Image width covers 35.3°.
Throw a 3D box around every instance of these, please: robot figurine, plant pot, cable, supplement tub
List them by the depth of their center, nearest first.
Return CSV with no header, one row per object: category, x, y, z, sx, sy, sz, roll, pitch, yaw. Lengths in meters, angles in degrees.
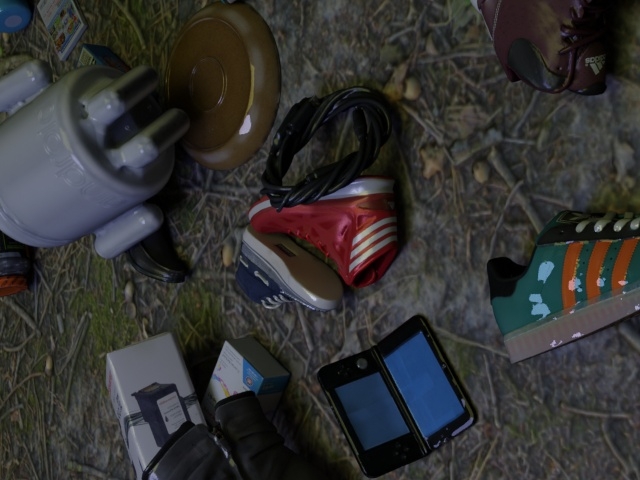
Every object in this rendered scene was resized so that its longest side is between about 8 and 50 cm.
cable,0.004,-0.103,1.183,0.150,0.047,0.184,10,59,36
plant pot,-0.147,-0.214,1.387,0.236,0.032,0.236,3,95,43
robot figurine,-0.347,-0.113,1.413,0.353,0.200,0.300,-27,103,35
supplement tub,-0.571,-0.001,1.747,0.117,0.117,0.190,-23,75,42

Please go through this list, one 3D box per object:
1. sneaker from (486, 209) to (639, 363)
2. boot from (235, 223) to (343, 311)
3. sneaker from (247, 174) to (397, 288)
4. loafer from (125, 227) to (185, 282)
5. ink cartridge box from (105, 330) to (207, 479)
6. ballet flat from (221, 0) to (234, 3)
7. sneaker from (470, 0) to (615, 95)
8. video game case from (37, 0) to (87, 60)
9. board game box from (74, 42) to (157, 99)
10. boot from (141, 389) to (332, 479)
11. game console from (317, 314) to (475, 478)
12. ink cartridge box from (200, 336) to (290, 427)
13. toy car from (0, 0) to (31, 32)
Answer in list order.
sneaker,0.271,0.013,0.940,0.302,0.108,0.121,-33,74,41
boot,-0.042,0.057,1.282,0.190,0.069,0.086,42,127,44
sneaker,0.000,0.000,1.218,0.221,0.087,0.128,-13,81,45
loafer,-0.252,0.007,1.480,0.170,0.062,0.061,34,110,36
ink cartridge box,-0.215,0.267,1.382,0.172,0.100,0.237,118,133,-64
ballet flat,-0.149,-0.389,1.378,0.052,0.057,0.168,-39,66,7
sneaker,0.270,-0.227,0.948,0.281,0.106,0.162,-21,82,53
video game case,-0.428,-0.372,1.665,0.087,0.011,0.122,-44,63,35
board game box,-0.345,-0.176,1.568,0.160,0.047,0.210,43,120,33
boot,-0.137,0.347,1.185,0.223,0.338,0.118,41,140,14
game console,0.083,0.177,1.149,0.144,0.124,0.085,63,156,22
ink cartridge box,-0.104,0.205,1.349,0.088,0.052,0.122,39,119,36
toy car,-0.598,-0.493,1.666,0.210,0.238,0.219,-44,62,36
